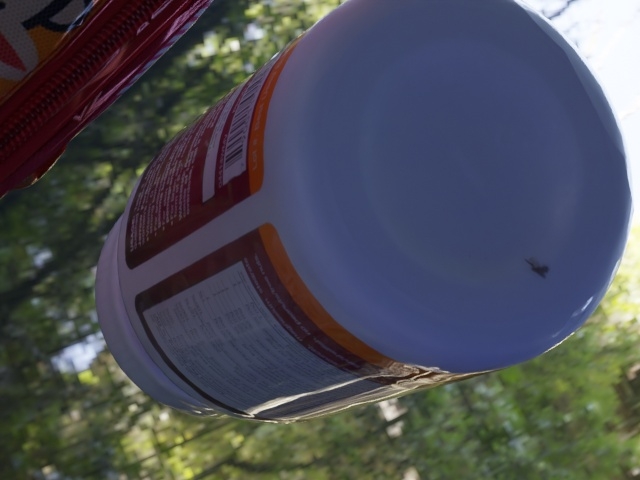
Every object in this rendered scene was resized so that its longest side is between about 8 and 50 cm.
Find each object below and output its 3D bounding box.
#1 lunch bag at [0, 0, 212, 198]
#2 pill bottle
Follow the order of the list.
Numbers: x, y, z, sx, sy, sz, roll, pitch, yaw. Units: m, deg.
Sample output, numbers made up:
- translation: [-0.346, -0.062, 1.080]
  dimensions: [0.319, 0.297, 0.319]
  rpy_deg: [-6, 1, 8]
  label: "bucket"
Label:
- translation: [-0.139, -0.085, 0.541]
  dimensions: [0.120, 0.258, 0.293]
  rpy_deg: [48, -18, -20]
  label: "lunch bag"
- translation: [0.000, 0.000, 0.567]
  dimensions: [0.221, 0.121, 0.121]
  rpy_deg: [-27, -96, 63]
  label: "pill bottle"
